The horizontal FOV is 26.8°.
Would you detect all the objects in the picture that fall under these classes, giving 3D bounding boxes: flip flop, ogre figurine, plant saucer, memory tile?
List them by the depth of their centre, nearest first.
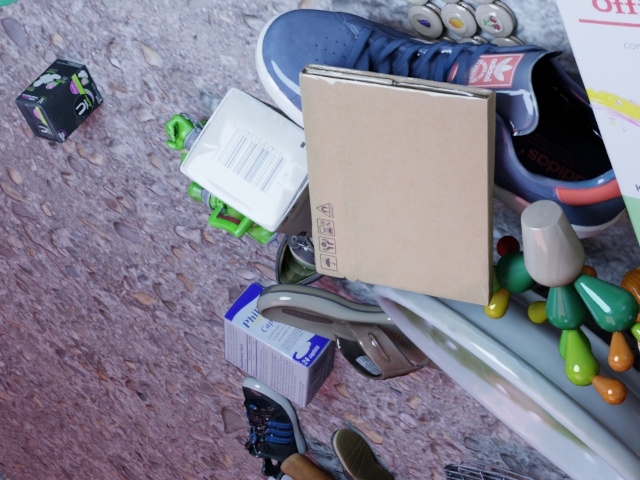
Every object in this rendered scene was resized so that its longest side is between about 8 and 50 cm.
[{"bbox_3d":[0.114,-0.205,1.159,0.113,0.012,0.148,9,140,43],"label":"memory tile"},{"bbox_3d":[0.234,0.143,1.363,0.400,0.100,0.400,40,174,5],"label":"plant saucer"},{"bbox_3d":[-0.104,-0.058,1.547,0.118,0.097,0.197,35,143,33],"label":"ogre figurine"},{"bbox_3d":[0.055,0.121,1.585,0.277,0.080,0.112,15,152,-1],"label":"flip flop"}]

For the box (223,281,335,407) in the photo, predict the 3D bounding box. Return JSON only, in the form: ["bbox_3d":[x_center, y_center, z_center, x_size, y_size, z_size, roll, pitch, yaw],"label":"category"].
[{"bbox_3d":[-0.056,0.141,1.801,0.137,0.072,0.126,30,151,15],"label":"box"}]

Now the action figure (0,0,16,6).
[{"bbox_3d":[-0.369,-0.299,1.506,0.232,0.137,0.063,4,124,35],"label":"action figure"}]

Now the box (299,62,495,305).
[{"bbox_3d":[0.066,-0.044,1.119,0.164,0.021,0.201,11,126,22],"label":"box"}]

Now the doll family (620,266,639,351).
[{"bbox_3d":[0.351,0.055,1.147,0.163,0.118,0.263,41,152,-3],"label":"doll family"}]

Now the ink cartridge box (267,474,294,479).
[{"bbox_3d":[-0.020,0.456,2.230,0.150,0.063,0.109,15,144,37],"label":"ink cartridge box"}]

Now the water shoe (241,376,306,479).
[{"bbox_3d":[-0.078,0.292,2.041,0.073,0.080,0.203,14,143,37],"label":"water shoe"}]

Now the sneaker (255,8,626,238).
[{"bbox_3d":[0.117,-0.126,1.123,0.350,0.131,0.148,21,157,-1],"label":"sneaker"}]

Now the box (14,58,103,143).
[{"bbox_3d":[-0.320,-0.171,1.644,0.052,0.083,0.062,17,145,35],"label":"box"}]

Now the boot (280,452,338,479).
[{"bbox_3d":[0.084,0.453,2.071,0.280,0.096,0.264,28,173,37],"label":"boot"}]

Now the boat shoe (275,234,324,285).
[{"bbox_3d":[-0.001,0.000,1.528,0.080,0.073,0.223,36,153,2],"label":"boat shoe"}]

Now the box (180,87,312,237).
[{"bbox_3d":[-0.030,-0.067,1.304,0.113,0.094,0.275,34,-175,13],"label":"box"}]

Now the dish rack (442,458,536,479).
[{"bbox_3d":[0.280,0.376,1.756,0.208,0.074,0.271,7,137,43],"label":"dish rack"}]

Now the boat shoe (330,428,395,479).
[{"bbox_3d":[0.054,0.333,1.971,0.049,0.056,0.152,-4,130,45],"label":"boat shoe"}]

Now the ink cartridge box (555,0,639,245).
[{"bbox_3d":[0.293,-0.134,0.937,0.207,0.119,0.353,11,141,42],"label":"ink cartridge box"}]

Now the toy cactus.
[{"bbox_3d":[0.214,0.037,1.128,0.219,0.112,0.180,37,159,46],"label":"toy cactus"}]
